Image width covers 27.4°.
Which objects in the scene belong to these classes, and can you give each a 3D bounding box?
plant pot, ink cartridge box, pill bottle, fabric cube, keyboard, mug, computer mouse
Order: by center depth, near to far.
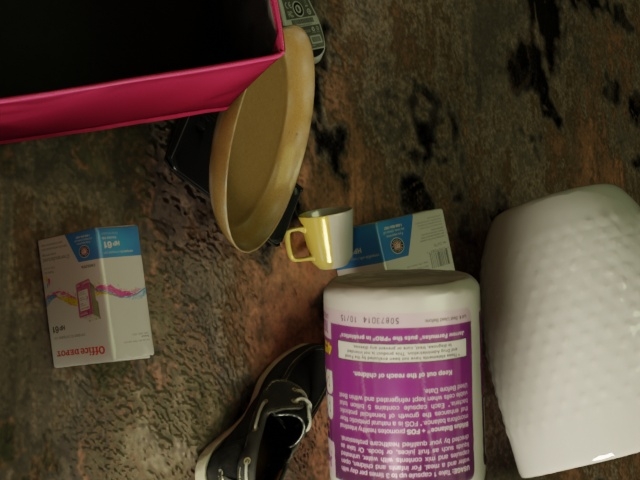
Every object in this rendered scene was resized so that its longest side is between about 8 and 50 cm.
[{"bbox_3d":[-0.195,-0.230,1.073,0.254,0.258,0.259,-11,90,-12],"label":"fabric cube"},{"bbox_3d":[-0.205,0.053,1.198,0.052,0.089,0.122,-7,87,-49],"label":"ink cartridge box"},{"bbox_3d":[-0.061,-0.105,1.332,0.236,0.032,0.236,14,90,-75],"label":"plant pot"},{"bbox_3d":[0.090,0.187,1.389,0.169,0.169,0.301,-8,98,-49],"label":"pill bottle"},{"bbox_3d":[-0.089,-0.080,1.410,0.180,0.023,0.108,38,62,-38],"label":"keyboard"},{"bbox_3d":[0.003,-0.001,1.479,0.062,0.078,0.064,-61,143,-77],"label":"mug"},{"bbox_3d":[-0.053,-0.285,1.482,0.106,0.042,0.193,-20,91,-53],"label":"computer mouse"},{"bbox_3d":[0.101,0.087,1.543,0.134,0.078,0.231,-12,91,-48],"label":"ink cartridge box"},{"bbox_3d":[0.381,0.092,1.639,0.276,0.374,0.328,2,71,-59],"label":"mug"}]

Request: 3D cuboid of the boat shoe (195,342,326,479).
[{"bbox_3d":[-0.037,0.190,1.368,0.084,0.079,0.233,60,42,-19],"label":"boat shoe"}]
